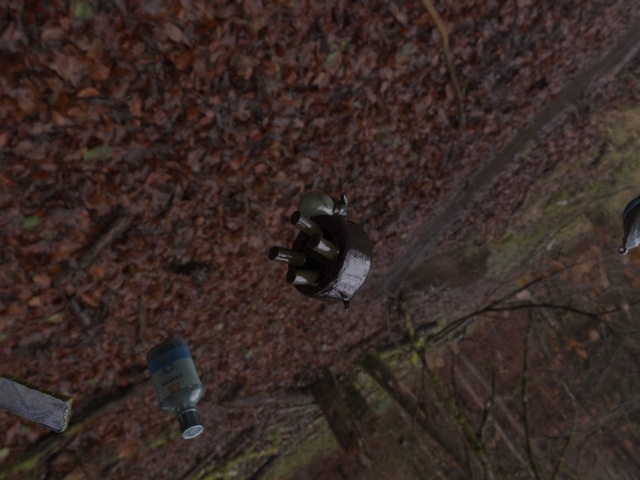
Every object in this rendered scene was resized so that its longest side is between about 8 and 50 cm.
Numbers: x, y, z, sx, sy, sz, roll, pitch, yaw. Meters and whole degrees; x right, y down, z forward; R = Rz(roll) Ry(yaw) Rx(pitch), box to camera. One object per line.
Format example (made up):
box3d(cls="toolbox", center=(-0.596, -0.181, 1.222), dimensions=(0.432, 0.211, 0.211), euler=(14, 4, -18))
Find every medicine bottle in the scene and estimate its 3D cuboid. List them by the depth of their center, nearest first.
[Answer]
box3d(cls="medicine bottle", center=(-0.286, 0.293, 1.049), dimensions=(0.090, 0.209, 0.054), euler=(-25, 141, -11))

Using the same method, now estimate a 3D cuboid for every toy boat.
box3d(cls="toy boat", center=(-0.433, 0.245, 0.790), dimensions=(0.016, 0.114, 0.063), euler=(-58, 167, -70))

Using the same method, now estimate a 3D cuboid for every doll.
box3d(cls="doll", center=(0.362, -0.034, 0.571), dimensions=(0.114, 0.057, 0.039), euler=(-60, 153, 7))

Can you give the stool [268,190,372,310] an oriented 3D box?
box3d(cls="stool", center=(0.000, 0.000, 0.778), dimensions=(0.121, 0.217, 0.125), euler=(23, 137, -37))
